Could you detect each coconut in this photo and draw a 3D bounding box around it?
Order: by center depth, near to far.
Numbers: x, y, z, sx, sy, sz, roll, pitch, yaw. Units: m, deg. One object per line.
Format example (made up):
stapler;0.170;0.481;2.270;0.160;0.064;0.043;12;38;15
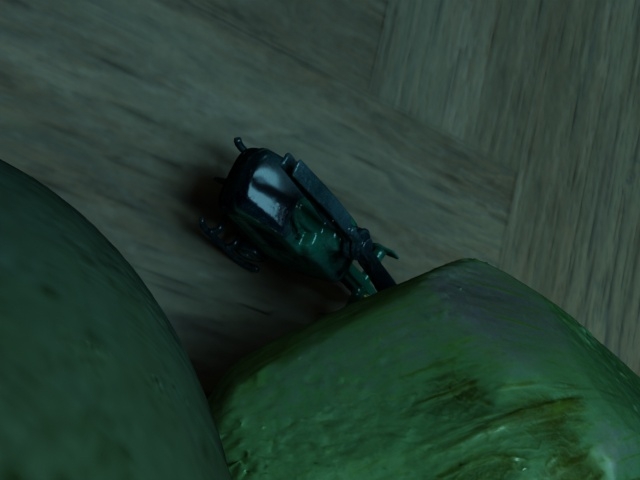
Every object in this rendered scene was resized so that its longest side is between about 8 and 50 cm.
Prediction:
coconut;0.083;0.171;0.937;0.328;0.281;0.328;1;75;-4

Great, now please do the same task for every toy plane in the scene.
toy plane;0.000;0.000;1.007;0.235;0.096;0.060;48;60;-55

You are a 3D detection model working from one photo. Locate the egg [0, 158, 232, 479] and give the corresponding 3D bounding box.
egg;-0.199;0.128;0.621;0.345;0.345;0.428;49;28;-33
